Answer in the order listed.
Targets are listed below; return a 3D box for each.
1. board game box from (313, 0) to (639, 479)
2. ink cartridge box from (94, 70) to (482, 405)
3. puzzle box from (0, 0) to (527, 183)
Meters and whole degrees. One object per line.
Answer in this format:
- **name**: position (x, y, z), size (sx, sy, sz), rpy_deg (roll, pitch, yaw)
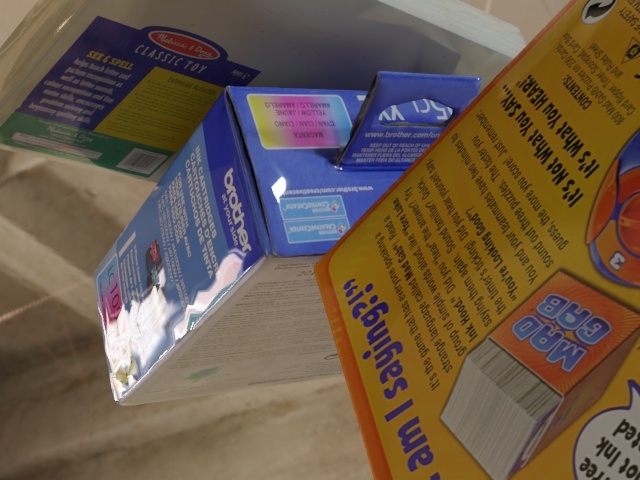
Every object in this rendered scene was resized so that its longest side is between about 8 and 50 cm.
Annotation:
- **board game box**: position (0.266, 0.079, 0.611), size (0.356, 0.356, 0.356), rpy_deg (33, -68, -29)
- **ink cartridge box**: position (0.000, 0.000, 0.920), size (0.270, 0.151, 0.395), rpy_deg (-3, -22, -32)
- **puzzle box**: position (-0.045, -0.134, 0.895), size (0.409, 0.052, 0.272), rpy_deg (12, -38, -43)
